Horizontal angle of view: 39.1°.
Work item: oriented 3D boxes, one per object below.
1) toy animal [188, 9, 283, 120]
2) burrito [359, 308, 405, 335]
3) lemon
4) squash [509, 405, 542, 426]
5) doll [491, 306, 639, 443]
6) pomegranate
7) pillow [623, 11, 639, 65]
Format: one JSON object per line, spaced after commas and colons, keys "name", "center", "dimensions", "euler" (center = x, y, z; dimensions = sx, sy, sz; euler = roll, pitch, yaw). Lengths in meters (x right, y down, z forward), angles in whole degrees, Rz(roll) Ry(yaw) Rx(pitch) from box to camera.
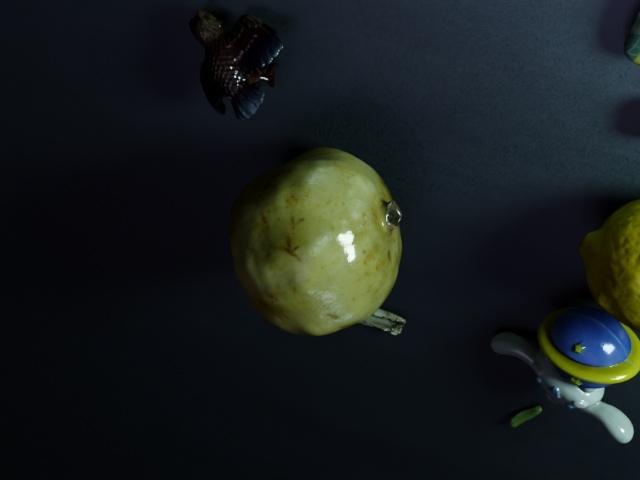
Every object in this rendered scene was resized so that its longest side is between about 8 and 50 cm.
{"name": "toy animal", "center": [-0.159, -0.305, 1.529], "dimensions": [0.179, 0.116, 0.218], "euler": [40, 140, -14]}
{"name": "burrito", "center": [0.093, 0.155, 1.879], "dimensions": [0.171, 0.042, 0.051], "euler": [16, 137, 7]}
{"name": "lemon", "center": [0.558, 0.045, 1.444], "dimensions": [0.288, 0.234, 0.234], "euler": [15, 134, 14]}
{"name": "squash", "center": [0.439, 0.374, 1.928], "dimensions": [0.027, 0.027, 0.089], "euler": [41, 128, -14]}
{"name": "doll", "center": [0.470, 0.206, 1.705], "dimensions": [0.310, 0.160, 0.243], "euler": [25, 154, 35]}
{"name": "pomegranate", "center": [0.000, 0.000, 1.594], "dimensions": [0.332, 0.333, 0.333], "euler": [12, 133, 14]}
{"name": "pillow", "center": [0.563, -0.282, 1.258], "dimensions": [0.233, 0.086, 0.214], "euler": [31, 141, -8]}
